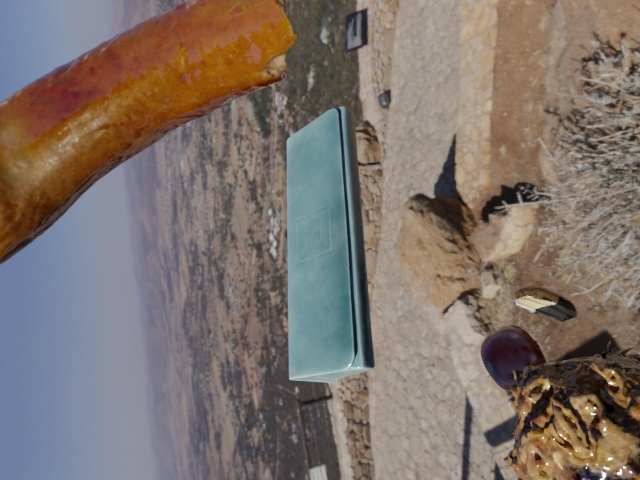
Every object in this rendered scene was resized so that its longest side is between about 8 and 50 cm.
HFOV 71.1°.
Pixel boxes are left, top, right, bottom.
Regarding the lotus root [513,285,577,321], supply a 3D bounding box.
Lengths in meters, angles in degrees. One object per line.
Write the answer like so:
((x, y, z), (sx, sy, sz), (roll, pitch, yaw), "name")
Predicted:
((0.296, 0.078, 0.590), (0.037, 0.083, 0.030), (120, 166, -53), "lotus root")

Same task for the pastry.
((0.337, 0.228, 0.468), (0.193, 0.275, 0.274), (-55, 45, 40), "pastry")

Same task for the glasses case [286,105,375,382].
((0.000, 0.000, 0.453), (0.105, 0.056, 0.266), (132, 140, -59), "glasses case")

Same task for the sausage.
((-0.150, -0.087, 0.316), (0.103, 0.302, 0.076), (49, 171, 42), "sausage")

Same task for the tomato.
((0.390, 0.258, 0.943), (0.159, 0.091, 0.139), (97, 155, -70), "tomato")
